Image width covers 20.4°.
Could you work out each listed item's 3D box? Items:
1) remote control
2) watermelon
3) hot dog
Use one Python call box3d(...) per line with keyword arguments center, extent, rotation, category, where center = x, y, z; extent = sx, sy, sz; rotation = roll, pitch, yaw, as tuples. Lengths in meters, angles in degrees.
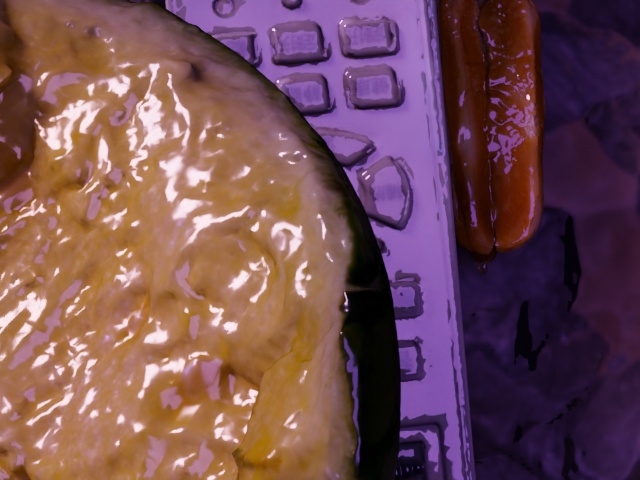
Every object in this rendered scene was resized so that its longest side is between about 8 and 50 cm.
box3d(center=(0.000, 0.000, 0.743), extent=(0.109, 0.055, 0.313), rotation=(-5, 92, -1), category="remote control")
box3d(center=(-0.114, 0.059, 0.649), extent=(0.331, 0.189, 0.331), rotation=(-2, 86, 26), category="watermelon")
box3d(center=(0.067, -0.052, 0.761), extent=(0.056, 0.041, 0.133), rotation=(1, 79, -8), category="hot dog")
